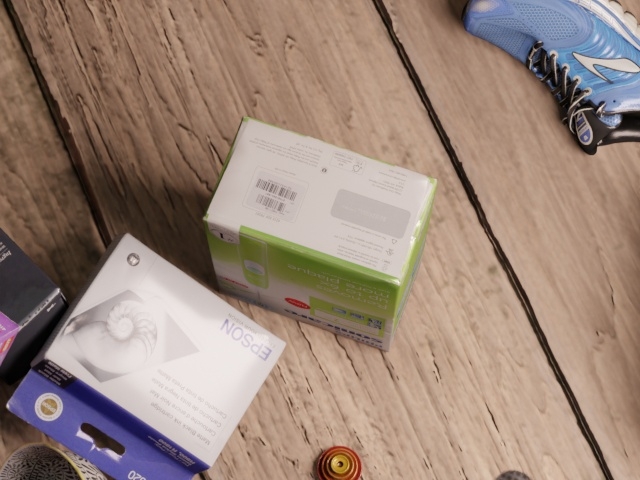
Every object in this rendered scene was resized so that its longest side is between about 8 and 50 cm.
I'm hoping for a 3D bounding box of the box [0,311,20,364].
[{"bbox_3d":[-0.454,0.145,1.735,0.201,0.057,0.293,36,117,10],"label":"box"}]

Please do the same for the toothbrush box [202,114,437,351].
[{"bbox_3d":[0.000,0.000,1.752,0.206,0.283,0.122,19,75,5],"label":"toothbrush box"}]

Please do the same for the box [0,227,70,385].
[{"bbox_3d":[-0.374,0.038,1.807,0.108,0.153,0.207,-43,77,-12],"label":"box"}]

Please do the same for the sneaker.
[{"bbox_3d":[0.306,-0.186,1.891,0.330,0.130,0.147,26,72,7],"label":"sneaker"}]

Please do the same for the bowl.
[{"bbox_3d":[-0.260,0.290,1.755,0.080,0.170,0.170,-5,66,-48],"label":"bowl"}]

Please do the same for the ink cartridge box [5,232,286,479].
[{"bbox_3d":[-0.183,0.143,1.791,0.223,0.045,0.224,35,76,-15],"label":"ink cartridge box"}]

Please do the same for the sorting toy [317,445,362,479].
[{"bbox_3d":[0.033,0.266,1.797,0.061,0.042,0.102,-38,77,-11],"label":"sorting toy"}]
